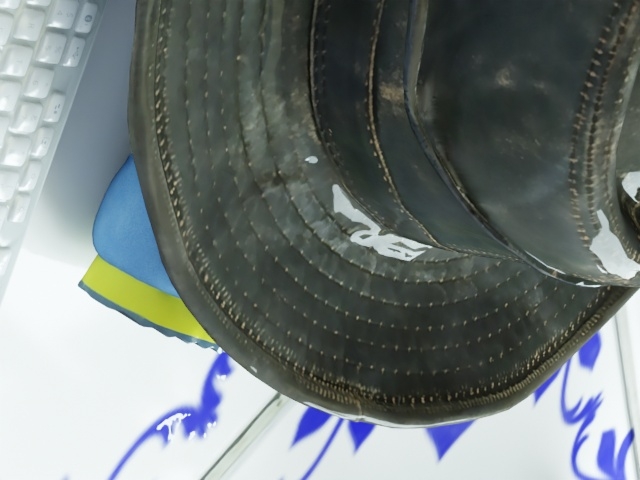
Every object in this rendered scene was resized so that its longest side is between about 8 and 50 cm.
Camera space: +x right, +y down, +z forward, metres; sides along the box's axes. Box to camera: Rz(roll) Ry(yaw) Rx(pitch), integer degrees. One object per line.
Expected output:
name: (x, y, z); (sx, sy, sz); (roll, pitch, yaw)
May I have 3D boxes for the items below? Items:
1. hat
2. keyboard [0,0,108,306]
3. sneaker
hat: (0.095, -0.088, 0.594); (0.331, 0.134, 0.331); (-12, 108, -41)
keyboard: (-0.116, 0.000, 0.556); (0.072, 0.014, 0.256); (2, 112, -56)
sneaker: (0.000, 0.000, 0.673); (0.209, 0.069, 0.082); (17, 97, -58)
